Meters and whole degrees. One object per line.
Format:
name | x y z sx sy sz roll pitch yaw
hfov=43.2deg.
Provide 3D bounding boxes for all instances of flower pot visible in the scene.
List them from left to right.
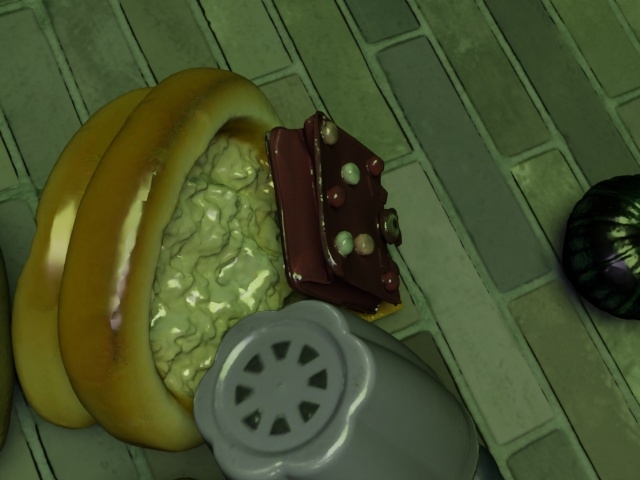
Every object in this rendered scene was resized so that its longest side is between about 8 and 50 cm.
flower pot | 0.011 0.187 0.830 0.265 0.243 0.265 -12 54 17

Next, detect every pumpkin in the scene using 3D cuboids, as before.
pumpkin | 0.417 0.008 1.053 0.202 0.140 0.202 2 76 -7

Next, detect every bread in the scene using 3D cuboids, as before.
bread | -0.168 0.019 0.926 0.329 0.245 0.424 26 71 -45

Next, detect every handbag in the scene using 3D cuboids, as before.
handbag | 0.029 -0.027 0.940 0.074 0.216 0.203 -16 70 27

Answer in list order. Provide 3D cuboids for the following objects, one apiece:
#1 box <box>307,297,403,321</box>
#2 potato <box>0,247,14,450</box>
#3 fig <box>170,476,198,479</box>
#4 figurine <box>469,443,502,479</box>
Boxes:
box | 0.000 0.000 1.047 0.129 0.033 0.247 -20 77 -15
potato | -0.463 0.096 0.847 0.270 0.219 0.359 -13 80 -5
fig | -0.152 0.385 0.814 0.239 0.239 0.271 -1 104 -9
figurine | 0.130 0.330 0.908 0.145 0.145 0.222 18 76 -3
